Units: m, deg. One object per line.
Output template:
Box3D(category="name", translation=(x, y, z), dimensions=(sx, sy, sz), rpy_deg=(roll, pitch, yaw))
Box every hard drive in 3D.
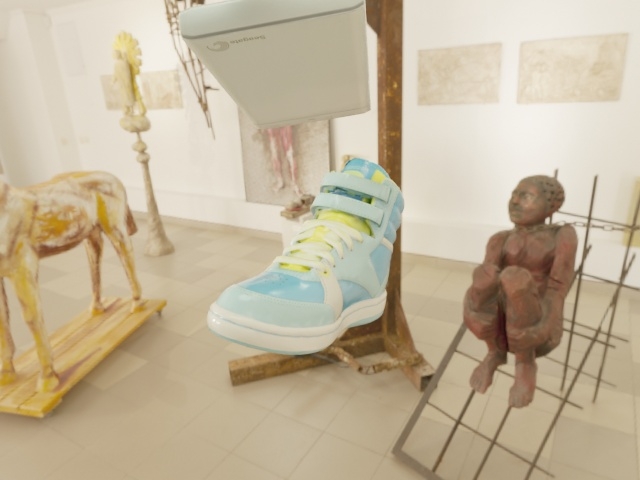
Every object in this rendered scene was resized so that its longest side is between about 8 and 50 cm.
Box3D(category="hard drive", translation=(-0.039, -0.269, 0.726), dimensions=(0.233, 0.047, 0.353), rpy_deg=(-7, -6, 7))

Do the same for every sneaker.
Box3D(category="sneaker", translation=(0.000, 0.000, 0.519), dimensions=(0.127, 0.208, 0.319), rpy_deg=(15, 8, 24))
